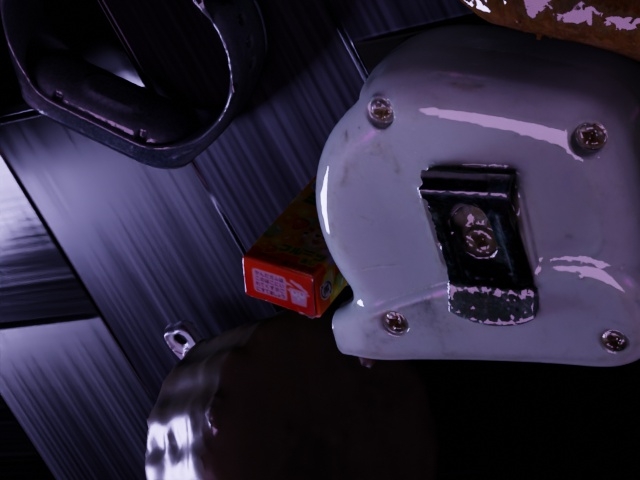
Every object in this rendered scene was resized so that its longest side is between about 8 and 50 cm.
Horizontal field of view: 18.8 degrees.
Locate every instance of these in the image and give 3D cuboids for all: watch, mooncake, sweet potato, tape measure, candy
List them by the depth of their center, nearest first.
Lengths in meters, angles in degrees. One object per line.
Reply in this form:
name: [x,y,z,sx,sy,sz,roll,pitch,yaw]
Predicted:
sweet potato: [0.214,-0.131,1.145,0.292,0.097,0.097,24,137,29]
tape measure: [0.111,-0.017,1.281,0.243,0.125,0.246,0,125,28]
candy: [0.000,0.000,1.396,0.062,0.122,0.038,17,134,25]
watch: [-0.143,-0.153,1.413,0.206,0.068,0.193,28,135,9]
mooncake: [-0.024,0.166,1.493,0.124,0.228,0.228,-11,119,52]

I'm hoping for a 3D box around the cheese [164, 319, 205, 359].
cheese: [-0.078,0.141,1.637,0.171,0.047,0.092,43,137,-4]
